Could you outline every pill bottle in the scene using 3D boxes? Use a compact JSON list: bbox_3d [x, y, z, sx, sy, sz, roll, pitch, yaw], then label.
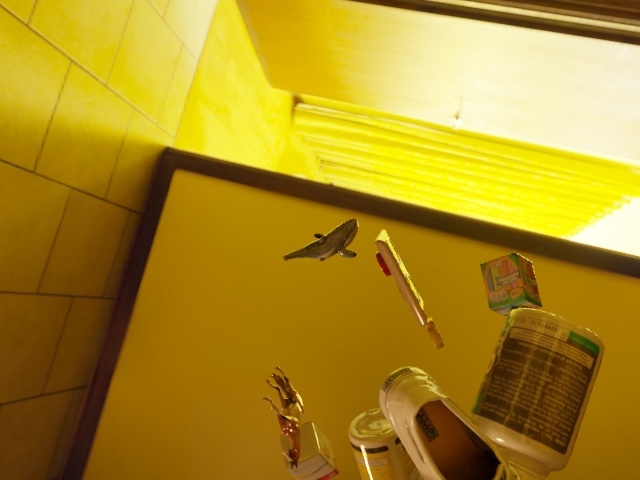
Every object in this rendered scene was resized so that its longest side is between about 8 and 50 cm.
[{"bbox_3d":[0.137,0.457,1.016,0.119,0.119,0.209,-42,117,-70],"label":"pill bottle"},{"bbox_3d":[0.436,0.344,1.063,0.361,0.204,0.204,-63,166,-14],"label":"pill bottle"}]

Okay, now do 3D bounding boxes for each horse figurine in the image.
[{"bbox_3d":[-0.093,0.454,1.369,0.174,0.066,0.263,59,6,-18],"label":"horse figurine"}]

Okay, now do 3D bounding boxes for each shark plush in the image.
[{"bbox_3d":[0.000,0.000,1.027,0.067,0.161,0.073,83,-5,-53],"label":"shark plush"}]

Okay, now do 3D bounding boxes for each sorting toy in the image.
[{"bbox_3d":[0.203,0.125,1.181,0.307,0.041,0.229,62,9,-2],"label":"sorting toy"}]

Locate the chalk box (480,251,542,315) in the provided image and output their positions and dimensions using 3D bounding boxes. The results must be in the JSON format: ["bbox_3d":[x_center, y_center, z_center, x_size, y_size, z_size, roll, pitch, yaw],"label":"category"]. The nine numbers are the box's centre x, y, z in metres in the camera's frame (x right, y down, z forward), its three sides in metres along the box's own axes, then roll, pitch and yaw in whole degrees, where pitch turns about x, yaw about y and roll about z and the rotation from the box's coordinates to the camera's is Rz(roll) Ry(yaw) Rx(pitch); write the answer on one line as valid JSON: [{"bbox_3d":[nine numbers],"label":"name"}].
[{"bbox_3d":[0.635,0.169,1.677,0.132,0.132,0.213,22,54,-41],"label":"chalk box"}]

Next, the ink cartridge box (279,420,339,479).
[{"bbox_3d":[-0.039,0.723,1.710,0.176,0.127,0.128,60,5,-40],"label":"ink cartridge box"}]

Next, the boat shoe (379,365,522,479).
[{"bbox_3d":[0.234,0.353,0.755,0.136,0.367,0.156,-35,-168,-9],"label":"boat shoe"}]
